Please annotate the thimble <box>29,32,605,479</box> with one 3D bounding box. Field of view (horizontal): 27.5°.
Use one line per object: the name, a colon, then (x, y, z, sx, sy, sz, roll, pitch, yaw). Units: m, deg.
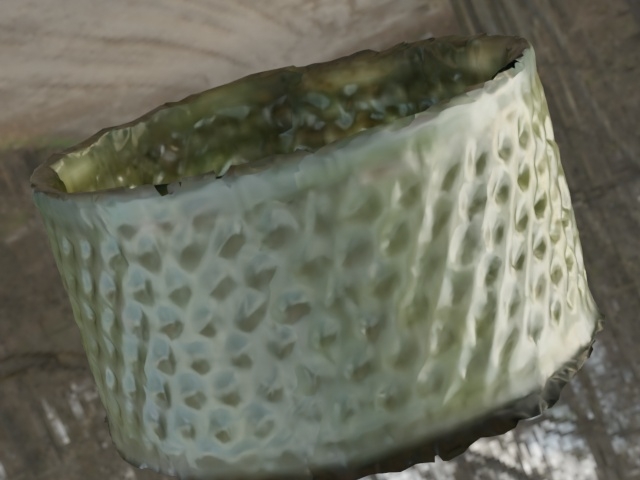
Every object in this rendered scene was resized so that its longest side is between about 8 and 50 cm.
thimble: (0.000, 0.000, 0.667, 0.270, 0.150, 0.271, -15, -164, 4)
